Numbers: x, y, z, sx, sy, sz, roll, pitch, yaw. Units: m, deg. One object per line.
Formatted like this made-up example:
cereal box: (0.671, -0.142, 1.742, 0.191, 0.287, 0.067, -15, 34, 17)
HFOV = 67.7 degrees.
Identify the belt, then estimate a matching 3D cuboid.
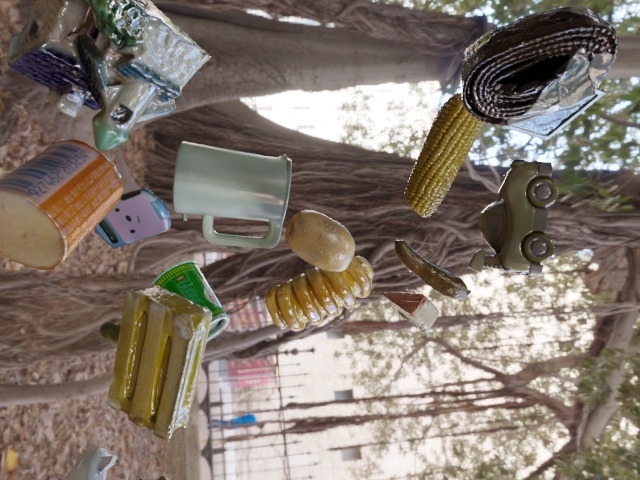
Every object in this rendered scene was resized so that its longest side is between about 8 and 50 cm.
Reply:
belt: (0.429, -0.341, 0.956, 0.184, 0.289, 0.164, 56, 32, -34)

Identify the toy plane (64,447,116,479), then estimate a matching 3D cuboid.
toy plane: (-0.622, 0.678, 1.240, 0.122, 0.267, 0.266, 59, 14, -44)

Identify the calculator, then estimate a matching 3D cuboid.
calculator: (-0.636, -0.072, 1.582, 0.051, 0.293, 0.172, -78, 147, -56)

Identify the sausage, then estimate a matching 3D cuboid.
sausage: (-0.669, -0.097, 1.198, 0.287, 0.233, 0.233, -79, 174, -53)

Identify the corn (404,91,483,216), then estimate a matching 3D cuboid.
corn: (0.365, -0.255, 1.440, 0.144, 0.144, 0.387, -110, -139, -61)

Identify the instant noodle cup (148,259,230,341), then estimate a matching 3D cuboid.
instant noodle cup: (-0.429, 0.219, 1.586, 0.232, 0.207, 0.207, 47, -25, 19)

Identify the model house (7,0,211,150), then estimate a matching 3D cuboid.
model house: (-0.402, -0.334, 0.871, 0.284, 0.243, 0.298, -52, -122, 15)

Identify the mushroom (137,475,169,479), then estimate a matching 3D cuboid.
mushroom: (-0.258, 0.541, 0.761, 0.292, 0.217, 0.211, 12, -56, 43)

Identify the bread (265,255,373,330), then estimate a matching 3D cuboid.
bread: (0.005, 0.150, 1.317, 0.172, 0.311, 0.121, 64, 2, -53)

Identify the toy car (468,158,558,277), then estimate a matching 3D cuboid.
toy car: (0.573, -0.062, 1.441, 0.242, 0.227, 0.335, 9, 85, -73)

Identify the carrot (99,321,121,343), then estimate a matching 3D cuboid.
carrot: (-0.671, 0.364, 1.753, 0.074, 0.359, 0.074, -29, 122, -59)

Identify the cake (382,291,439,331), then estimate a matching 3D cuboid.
cake: (0.312, 0.225, 1.643, 0.109, 0.090, 0.225, 46, -7, -20)

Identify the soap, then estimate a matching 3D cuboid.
soap: (-0.373, 0.277, 1.104, 0.091, 0.199, 0.314, -19, 126, -67)

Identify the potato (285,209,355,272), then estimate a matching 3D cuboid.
potato: (0.000, 0.000, 1.136, 0.118, 0.178, 0.109, -55, -176, 28)

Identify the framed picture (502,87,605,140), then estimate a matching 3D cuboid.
framed picture: (0.691, -0.427, 1.500, 0.240, 0.325, 0.020, -46, -136, 49)

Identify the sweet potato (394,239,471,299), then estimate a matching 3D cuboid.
sweet potato: (0.325, 0.092, 1.428, 0.075, 0.273, 0.075, -55, 179, -1)

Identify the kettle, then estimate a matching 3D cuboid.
kettle: (-0.254, -0.136, 1.373, 0.205, 0.318, 0.264, 122, -28, -64)

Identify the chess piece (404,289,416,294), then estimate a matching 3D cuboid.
chess piece: (0.362, 0.217, 1.948, 0.092, 0.035, 0.035, 23, 59, -60)
